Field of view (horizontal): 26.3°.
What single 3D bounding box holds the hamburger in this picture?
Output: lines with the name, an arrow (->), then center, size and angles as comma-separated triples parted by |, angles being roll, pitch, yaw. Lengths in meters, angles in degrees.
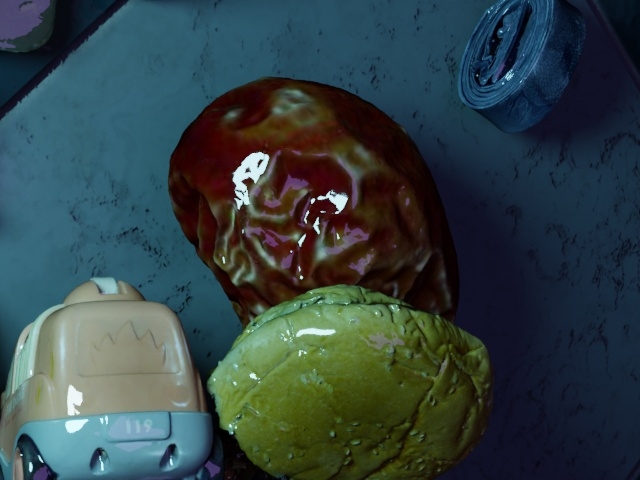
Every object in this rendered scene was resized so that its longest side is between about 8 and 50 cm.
hamburger -> 0.054, 0.142, 1.360 | 0.309, 0.132, 0.211 | 26, 118, -34

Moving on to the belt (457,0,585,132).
belt -> 0.247, -0.233, 1.698 | 0.082, 0.141, 0.190 | 32, 75, -34

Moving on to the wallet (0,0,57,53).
wallet -> -0.396, -0.272, 1.309 | 0.309, 0.042, 0.165 | 4, 93, -29

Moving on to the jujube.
jujube -> 0.001, -0.002, 1.490 | 0.276, 0.276, 0.377 | -43, 131, -24

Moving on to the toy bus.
toy bus -> -0.222, 0.160, 1.349 | 0.194, 0.287, 0.232 | -2, 75, -23

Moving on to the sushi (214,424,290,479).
sushi -> -0.051, 0.258, 1.534 | 0.153, 0.150, 0.172 | -24, 146, -37
